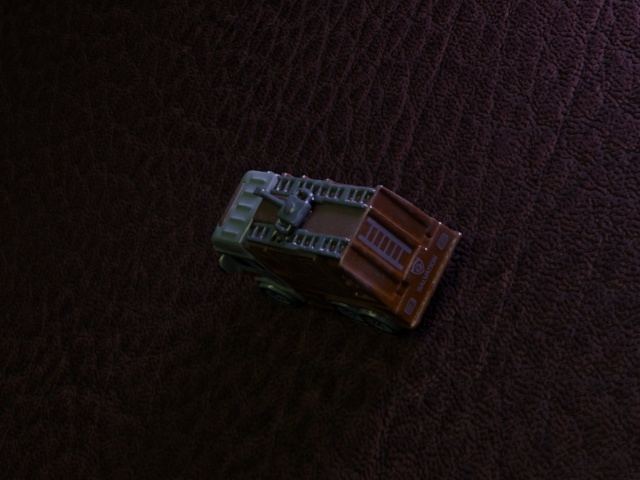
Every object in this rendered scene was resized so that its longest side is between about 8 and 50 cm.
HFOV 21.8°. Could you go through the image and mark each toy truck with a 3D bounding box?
[{"bbox_3d":[0.000,0.000,1.901,0.305,0.162,0.136,10,69,53],"label":"toy truck"}]
